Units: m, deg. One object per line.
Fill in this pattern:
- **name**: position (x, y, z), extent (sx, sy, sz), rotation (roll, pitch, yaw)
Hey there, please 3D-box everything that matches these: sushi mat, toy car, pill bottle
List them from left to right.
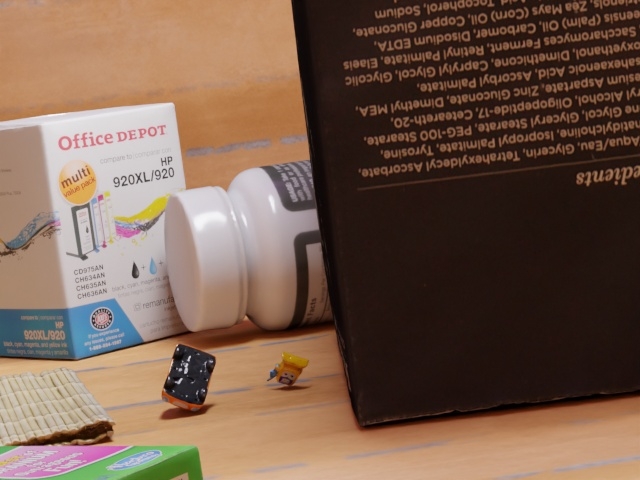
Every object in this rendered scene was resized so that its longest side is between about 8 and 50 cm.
- **sushi mat**: position (-0.255, 0.136, 1.500), extent (0.151, 0.019, 0.316), rotation (-7, 5, -13)
- **toy car**: position (-0.069, 0.117, 1.470), extent (0.122, 0.060, 0.040), rotation (8, -44, -20)
- **pill bottle**: position (0.000, 0.000, 1.839), extent (0.283, 0.161, 0.161), rotation (-9, 6, -18)

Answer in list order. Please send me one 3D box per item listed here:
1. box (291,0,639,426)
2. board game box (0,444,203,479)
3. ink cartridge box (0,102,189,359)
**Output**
- **box**: position (0.130, -0.141, 1.499), extent (0.297, 0.472, 0.480), rotation (-8, 6, 0)
- **board game box**: position (-0.253, 0.163, 0.966), extent (0.316, 0.064, 0.242), rotation (-4, 6, 31)
- **ink cartridge box**: position (-0.243, -0.012, 1.899), extent (0.171, 0.233, 0.168), rotation (-13, 7, -42)
